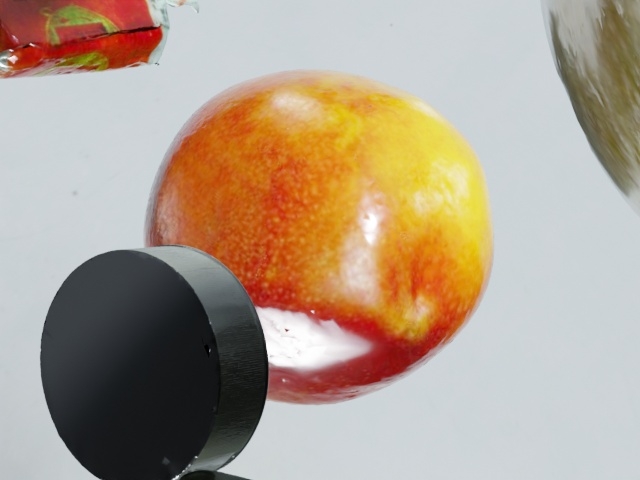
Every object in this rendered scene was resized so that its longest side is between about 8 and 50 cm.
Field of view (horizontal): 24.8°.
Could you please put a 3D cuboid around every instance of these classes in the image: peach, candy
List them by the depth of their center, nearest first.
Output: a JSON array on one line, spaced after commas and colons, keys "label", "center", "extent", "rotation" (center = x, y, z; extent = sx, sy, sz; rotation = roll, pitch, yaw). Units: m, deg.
[{"label": "candy", "center": [-0.195, -0.164, 1.096], "extent": [0.059, 0.292, 0.086], "rotation": [-41, 73, 44]}, {"label": "peach", "center": [0.000, 0.000, 1.271], "extent": [0.307, 0.332, 0.308], "rotation": [-11, 115, -25]}]

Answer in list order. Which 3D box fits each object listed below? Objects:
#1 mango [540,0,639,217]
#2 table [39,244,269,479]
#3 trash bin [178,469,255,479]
[{"label": "mango", "center": [0.159, -0.084, 0.416], "extent": [0.199, 0.384, 0.221], "rotation": [-25, 75, 14]}, {"label": "table", "center": [-0.094, 0.069, 0.806], "extent": [0.133, 0.043, 0.133], "rotation": [2, 93, 34]}, {"label": "trash bin", "center": [-0.014, 0.240, 0.631], "extent": [0.164, 0.240, 0.122], "rotation": [16, 130, -7]}]
